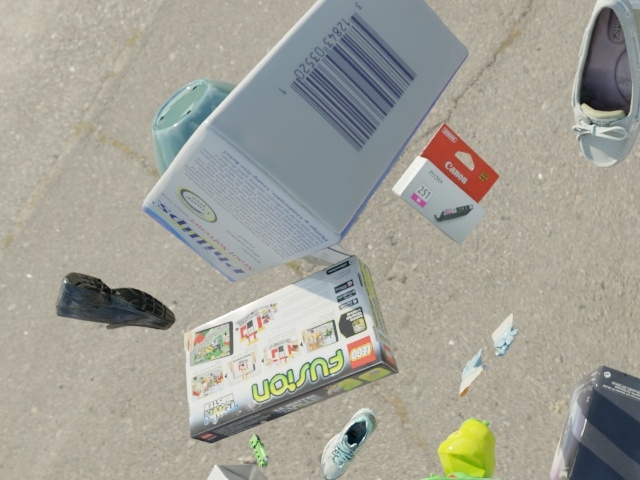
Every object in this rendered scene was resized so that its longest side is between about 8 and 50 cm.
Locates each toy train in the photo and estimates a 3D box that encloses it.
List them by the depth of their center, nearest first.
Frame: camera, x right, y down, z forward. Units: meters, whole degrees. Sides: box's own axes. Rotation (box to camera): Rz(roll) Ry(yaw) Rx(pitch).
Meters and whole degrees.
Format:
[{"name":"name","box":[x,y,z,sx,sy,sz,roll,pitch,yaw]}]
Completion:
[{"name":"toy train","box":[-0.119,0.412,1.136,0.024,0.017,0.083,-58,31,5]}]

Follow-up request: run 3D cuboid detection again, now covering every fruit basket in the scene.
[{"name":"fruit basket","box":[0.404,0.720,1.756,0.282,0.392,0.392,3,67,-5]}]

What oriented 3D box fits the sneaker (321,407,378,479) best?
[{"name":"sneaker","box":[0.085,0.694,1.967,0.110,0.122,0.283,33,91,13]}]

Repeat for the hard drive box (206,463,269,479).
[{"name":"hard drive box","box":[-0.124,0.464,0.802,0.181,0.089,0.232,31,93,40]}]

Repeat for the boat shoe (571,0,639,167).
[{"name":"boat shoe","box":[0.465,-0.248,0.940,0.118,0.321,0.103,26,53,35]}]

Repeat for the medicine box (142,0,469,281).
[{"name":"medicine box","box":[-0.031,-0.114,0.627,0.264,0.149,0.289,-55,15,-25]}]

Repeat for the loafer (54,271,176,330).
[{"name":"loafer","box":[-0.298,0.102,0.848,0.061,0.170,0.062,-61,22,14]}]

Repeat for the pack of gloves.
[{"name":"pack of gloves","box":[0.419,0.282,1.401,0.046,0.232,0.195,41,104,9]}]

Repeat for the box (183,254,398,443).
[{"name":"box","box":[-0.038,0.107,0.560,0.206,0.036,0.114,-25,54,17]}]

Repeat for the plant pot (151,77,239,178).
[{"name":"plant pot","box":[-0.197,-0.182,1.080,0.290,0.195,0.290,-23,42,23]}]

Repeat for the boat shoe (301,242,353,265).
[{"name":"boat shoe","box":[0.000,0.000,0.983,0.083,0.226,0.076,4,82,27]}]

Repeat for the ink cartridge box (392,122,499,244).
[{"name":"ink cartridge box","box":[0.375,-0.156,1.651,0.239,0.275,0.060,-53,28,5]}]

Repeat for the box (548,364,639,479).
[{"name":"box","box":[0.713,0.498,1.444,0.182,0.296,0.294,18,73,19]}]
